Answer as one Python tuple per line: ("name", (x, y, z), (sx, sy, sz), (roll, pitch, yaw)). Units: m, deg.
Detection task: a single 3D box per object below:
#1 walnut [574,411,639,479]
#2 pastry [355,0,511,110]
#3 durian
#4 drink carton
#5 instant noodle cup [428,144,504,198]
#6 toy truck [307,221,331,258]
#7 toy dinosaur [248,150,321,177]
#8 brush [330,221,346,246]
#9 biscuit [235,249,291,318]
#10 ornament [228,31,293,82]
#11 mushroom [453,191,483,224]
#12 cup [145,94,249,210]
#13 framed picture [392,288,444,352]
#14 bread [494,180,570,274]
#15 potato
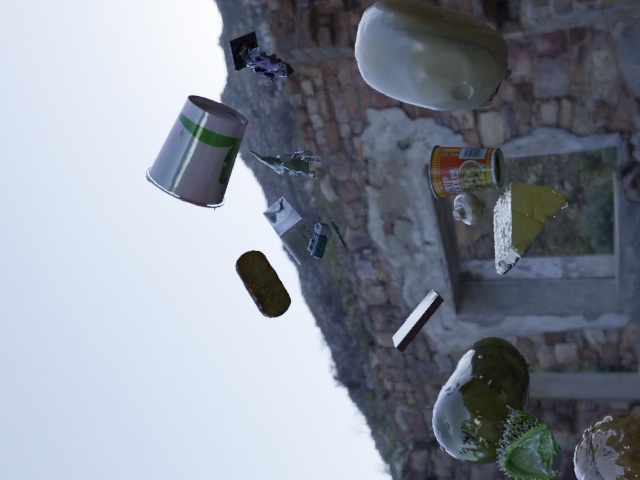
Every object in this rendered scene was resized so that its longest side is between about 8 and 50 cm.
("walnut", (0.698, 0.492, 1.523), (0.257, 0.257, 0.225), (-69, 3, -47))
("pastry", (0.176, -0.296, 1.098), (0.265, 0.264, 0.133), (-53, -23, -60))
("durian", (0.351, 0.358, 1.165), (0.086, 0.100, 0.215), (-52, -42, -32))
("drink carton", (-0.096, -0.035, 2.290), (0.134, 0.102, 0.222), (51, 178, -31))
("instant noodle cup", (0.490, -0.233, 2.285), (0.193, 0.212, 0.193), (5, -96, -60))
("toy truck", (0.000, 0.000, 1.662), (0.044, 0.039, 0.083), (-149, 75, -72))
("toy dinosaur", (-0.096, -0.192, 1.729), (0.242, 0.167, 0.053), (2, -94, -37))
("brush", (0.055, -0.020, 2.063), (0.016, 0.013, 0.084), (-17, -104, -49))
("biscuit", (-0.193, 0.147, 2.322), (0.247, 0.118, 0.029), (59, 168, -1))
("ornament", (-0.137, -0.431, 1.699), (0.088, 0.203, 0.081), (-32, -40, -24))
("mushroom", (0.357, -0.076, 1.679), (0.084, 0.067, 0.084), (54, 161, 28))
("cup", (-0.348, -0.265, 2.018), (0.274, 0.253, 0.253), (-64, -13, 18))
("framed picture", (0.247, 0.202, 1.760), (0.168, 0.023, 0.128), (-52, 0, 5))
("bread", (0.638, -0.018, 2.128), (0.263, 0.198, 0.236), (83, -163, -73))
("potato", (0.441, 0.410, 1.847), (0.359, 0.219, 0.270), (-58, 2, -32))
